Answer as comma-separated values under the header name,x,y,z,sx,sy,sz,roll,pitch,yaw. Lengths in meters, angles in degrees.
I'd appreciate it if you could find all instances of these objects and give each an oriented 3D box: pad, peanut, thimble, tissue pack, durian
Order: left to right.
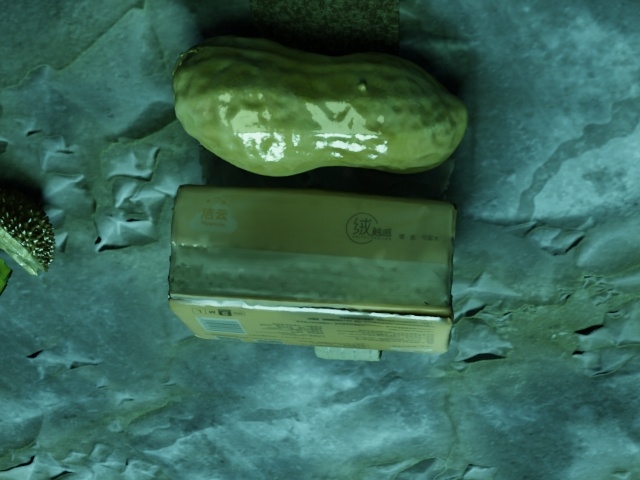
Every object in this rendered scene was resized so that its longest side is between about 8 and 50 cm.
name,x,y,z,sx,sy,sz,roll,pitch,yaw
durian,-0.371,-0.024,1.516,0.140,0.071,0.110,32,154,-2
tissue pack,0.000,0.000,1.412,0.305,0.239,0.239,3,133,5
peanut,0.001,-0.136,1.322,0.313,0.149,0.149,2,133,-5
pad,0.002,-0.279,1.279,0.158,0.003,0.235,1,132,6
thimble,0.034,0.092,1.552,0.090,0.102,0.115,2,103,5

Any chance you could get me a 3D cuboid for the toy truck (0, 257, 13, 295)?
name,x,y,z,sx,sy,sz,roll,pitch,yaw
toy truck,-0.479,0.003,1.483,0.135,0.128,0.259,-10,133,48
